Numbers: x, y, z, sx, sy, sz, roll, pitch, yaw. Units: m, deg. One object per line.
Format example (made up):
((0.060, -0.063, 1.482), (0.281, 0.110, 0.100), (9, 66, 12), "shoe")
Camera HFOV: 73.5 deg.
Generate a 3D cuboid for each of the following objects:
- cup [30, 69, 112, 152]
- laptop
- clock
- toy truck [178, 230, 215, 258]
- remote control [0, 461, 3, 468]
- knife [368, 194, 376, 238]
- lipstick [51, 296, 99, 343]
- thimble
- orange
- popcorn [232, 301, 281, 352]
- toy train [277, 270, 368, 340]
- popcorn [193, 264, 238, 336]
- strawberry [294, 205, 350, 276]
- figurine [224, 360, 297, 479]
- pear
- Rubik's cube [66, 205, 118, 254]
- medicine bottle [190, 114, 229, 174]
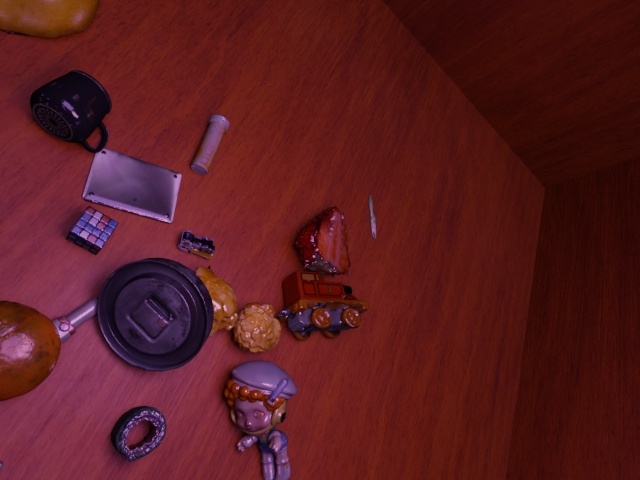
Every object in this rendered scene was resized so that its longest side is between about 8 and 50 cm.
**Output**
((-0.707, -0.371, 1.257), (0.223, 0.169, 0.177), (64, 36, -42), "cup")
((-0.587, -0.174, 1.362), (0.269, 0.015, 0.188), (17, 65, -31), "laptop")
((-0.454, 0.203, 1.186), (0.319, 0.318, 0.066), (60, 10, -6), "clock")
((-0.405, 0.019, 1.410), (0.123, 0.063, 0.052), (23, 42, -29), "toy truck")
((-0.791, 0.570, 0.985), (0.053, 0.017, 0.125), (31, 60, -27), "remote control")
((0.237, -0.109, 1.954), (0.030, 0.014, 0.207), (6, 74, -35), "knife")
((-0.654, 0.203, 1.175), (0.063, 0.057, 0.186), (54, 50, -10), "lipstick")
((-0.496, 0.522, 1.173), (0.135, 0.090, 0.119), (-36, 96, -36), "thimble")
((-0.740, 0.253, 0.991), (0.240, 0.171, 0.240), (11, 66, -26), "orange")
((-0.207, 0.290, 1.421), (0.179, 0.170, 0.180), (-14, 121, -24), "popcorn")
((-0.005, 0.235, 1.580), (0.368, 0.163, 0.232), (7, 60, -37), "toy train")
((-0.376, 0.195, 1.313), (0.253, 0.190, 0.191), (47, 22, 0), "popcorn")
((-0.009, 0.003, 1.660), (0.253, 0.150, 0.281), (18, 63, -54), "strawberry")
((-0.185, 0.565, 1.372), (0.205, 0.224, 0.382), (-21, 115, -60), "figurine")
((-0.835, -0.798, 1.254), (0.340, 0.191, 0.386), (47, 54, -15), "pear")
((-0.650, -0.027, 1.221), (0.092, 0.092, 0.092), (36, 58, -24), "Rubik's cube")
((-0.392, -0.339, 1.522), (0.073, 0.074, 0.218), (28, 63, -27), "medicine bottle")
